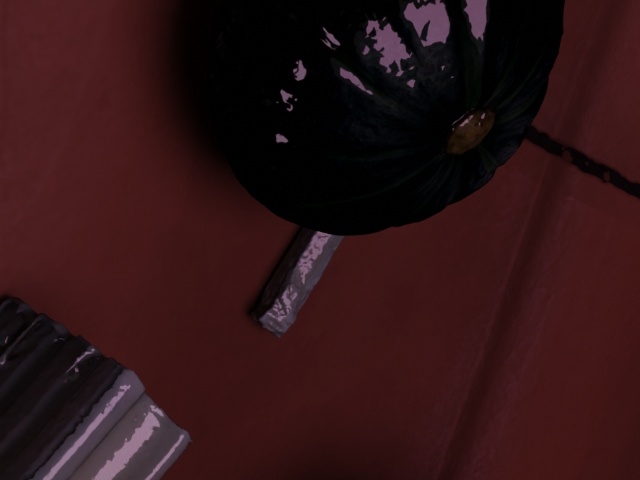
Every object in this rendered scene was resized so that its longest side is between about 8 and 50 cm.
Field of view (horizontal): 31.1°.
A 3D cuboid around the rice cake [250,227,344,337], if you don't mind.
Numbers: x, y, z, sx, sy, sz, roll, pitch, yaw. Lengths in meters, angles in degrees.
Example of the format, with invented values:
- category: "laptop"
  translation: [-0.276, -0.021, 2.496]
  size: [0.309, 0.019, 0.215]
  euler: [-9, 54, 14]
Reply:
- category: "rice cake"
  translation: [0.000, 0.000, 0.660]
  size: [0.022, 0.021, 0.121]
  euler: [39, 78, -33]

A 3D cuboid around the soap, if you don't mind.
- category: "soap"
  translation: [-0.160, 0.127, 0.493]
  size: [0.198, 0.115, 0.063]
  euler: [-48, 131, -18]

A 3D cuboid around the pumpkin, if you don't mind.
- category: "pumpkin"
  translation: [0.033, -0.087, 0.567]
  size: [0.194, 0.150, 0.194]
  euler: [-22, 122, -40]
